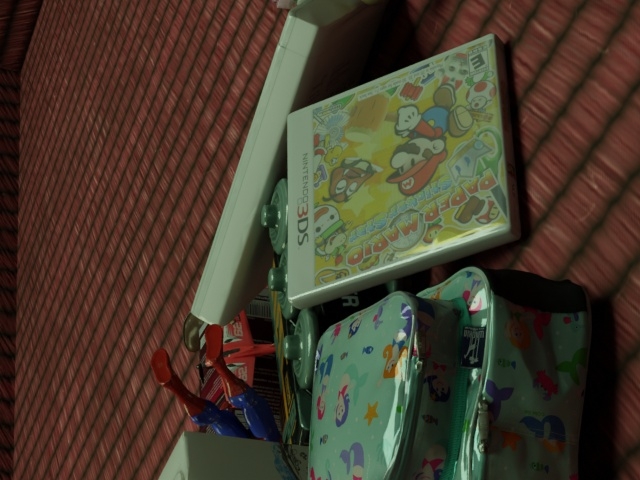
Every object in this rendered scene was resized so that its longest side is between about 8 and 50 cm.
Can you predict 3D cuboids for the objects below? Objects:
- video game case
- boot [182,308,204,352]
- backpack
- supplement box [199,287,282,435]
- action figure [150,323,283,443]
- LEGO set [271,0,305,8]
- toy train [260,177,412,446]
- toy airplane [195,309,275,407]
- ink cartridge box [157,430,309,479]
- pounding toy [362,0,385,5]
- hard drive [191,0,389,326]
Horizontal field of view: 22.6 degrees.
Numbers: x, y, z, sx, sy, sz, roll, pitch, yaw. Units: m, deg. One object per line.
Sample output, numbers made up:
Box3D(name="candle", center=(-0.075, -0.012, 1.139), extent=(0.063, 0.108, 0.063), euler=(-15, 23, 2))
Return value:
Box3D(name="video game case", center=(0.068, -0.061, 1.428), extent=(0.227, 0.026, 0.206), euler=(-19, 55, 28))
Box3D(name="boot", center=(-0.147, 0.119, 2.120), extent=(0.114, 0.037, 0.106), euler=(-135, 55, -61))
Box3D(name="backpack", center=(0.099, 0.158, 1.210), extent=(0.225, 0.191, 0.254), euler=(148, 124, -64))
Box3D(name="supplement box", center=(-0.092, 0.186, 1.873), extent=(0.130, 0.073, 0.239), euler=(126, 148, -53))
Box3D(name="action figure", center=(-0.072, 0.169, 1.629), extent=(0.280, 0.091, 0.139), euler=(58, -167, -39))
Box3D(name="LEGO set", center=(-0.051, -0.429, 1.991), extent=(0.132, 0.107, 0.287), euler=(120, 152, -44))
Box3D(name="toy train", center=(0.010, 0.081, 1.561), extent=(0.334, 0.142, 0.190), euler=(-101, 18, -45))
Box3D(name="toy airplane", center=(-0.071, 0.122, 1.799), extent=(0.028, 0.151, 0.151), euler=(58, -161, -48))
Box3D(name="ink cartridge box", center=(-0.036, 0.297, 1.427), extent=(0.168, 0.232, 0.171), euler=(-100, 27, -43))
Box3D(name="pounding toy", center=(0.079, -0.367, 1.528), extent=(0.154, 0.154, 0.270), euler=(178, 101, -75))
Box3D(name="hard drive", center=(-0.028, -0.102, 1.700), extent=(0.233, 0.047, 0.353), euler=(-45, -23, -60))
